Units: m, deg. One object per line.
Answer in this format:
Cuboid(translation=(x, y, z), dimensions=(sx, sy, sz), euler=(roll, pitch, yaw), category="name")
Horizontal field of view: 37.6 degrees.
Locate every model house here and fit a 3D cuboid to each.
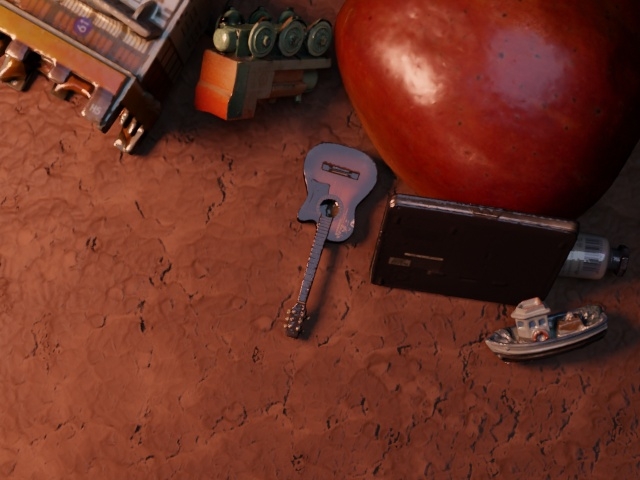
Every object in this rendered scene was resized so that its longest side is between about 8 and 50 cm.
Cuboid(translation=(-0.239, -0.235, 1.017), dimensions=(0.224, 0.198, 0.215), euler=(30, 88, 1), category="model house")

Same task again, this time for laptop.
Cuboid(translation=(0.165, 0.015, 1.037), dimensions=(0.207, 0.154, 0.026), euler=(8, 54, -2), category="laptop")

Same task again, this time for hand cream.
Cuboid(translation=(0.236, 0.008, 1.091), dimensions=(0.234, 0.050, 0.080), euler=(9, 83, 3), category="hand cream")

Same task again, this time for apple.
Cuboid(translation=(0.202, -0.207, 1.071), dimensions=(0.365, 0.329, 0.295), euler=(35, 126, 5), category="apple")

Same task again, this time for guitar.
Cuboid(translation=(0.000, 0.000, 1.086), dimensions=(0.088, 0.025, 0.233), euler=(16, 83, -1), category="guitar")

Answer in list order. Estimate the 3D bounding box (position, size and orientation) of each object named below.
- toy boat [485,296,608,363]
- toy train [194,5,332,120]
Cuboid(translation=(0.254, 0.096, 1.065), dimensions=(0.140, 0.059, 0.066), euler=(-16, 109, 2), category="toy boat")
Cuboid(translation=(-0.058, -0.198, 1.050), dimensions=(0.074, 0.176, 0.118), euler=(27, 115, 32), category="toy train")
